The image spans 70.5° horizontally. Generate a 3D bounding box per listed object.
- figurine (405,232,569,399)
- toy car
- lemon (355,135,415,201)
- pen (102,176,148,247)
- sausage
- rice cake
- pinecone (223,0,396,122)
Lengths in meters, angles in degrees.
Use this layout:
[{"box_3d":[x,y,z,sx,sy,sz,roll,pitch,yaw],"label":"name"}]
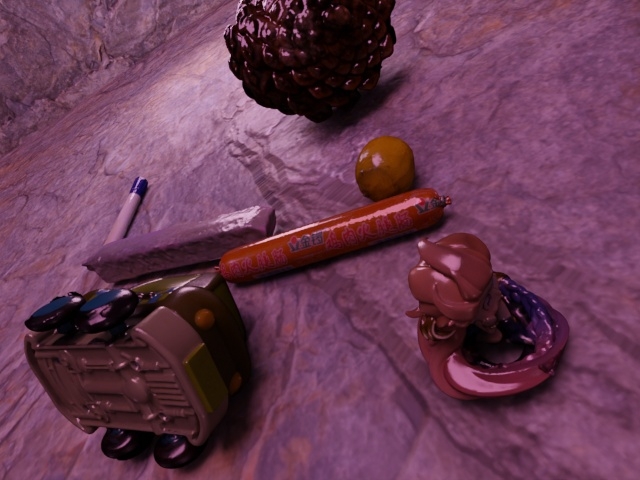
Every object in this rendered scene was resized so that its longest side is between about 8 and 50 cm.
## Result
[{"box_3d":[0.122,0.062,0.386,0.114,0.157,0.126,-21,41,52],"label":"figurine"},{"box_3d":[-0.190,0.121,0.543,0.248,0.204,0.198,-9,22,28],"label":"toy car"},{"box_3d":[0.089,-0.100,0.619,0.082,0.082,0.110,-7,42,31],"label":"lemon"},{"box_3d":[-0.426,-0.048,0.984,0.033,0.033,0.268,-20,40,19],"label":"pen"},{"box_3d":[0.000,0.000,0.603,0.348,0.053,0.053,-17,42,22],"label":"sausage"},{"box_3d":[-0.241,0.012,0.761,0.400,0.064,0.070,-11,35,28],"label":"rice cake"},{"box_3d":[-0.027,-0.357,0.844,0.298,0.242,0.296,-39,41,-15],"label":"pinecone"}]
